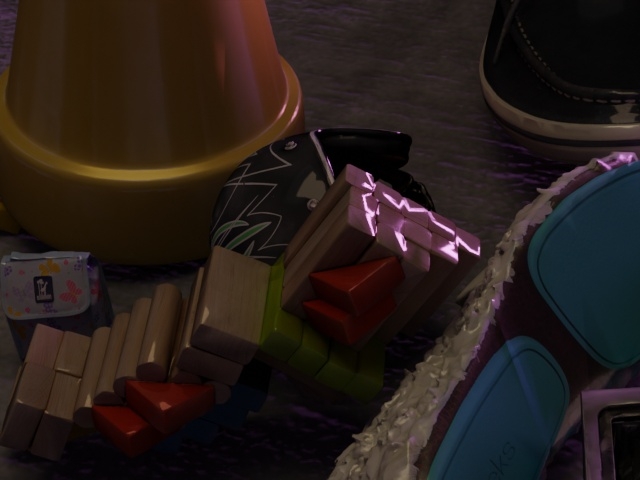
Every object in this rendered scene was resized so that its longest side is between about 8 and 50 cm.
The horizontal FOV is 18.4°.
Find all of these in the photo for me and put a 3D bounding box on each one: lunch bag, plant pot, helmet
[{"bbox_3d":[-0.196,0.045,1.460,0.071,0.083,0.053,-2,36,9],"label":"lunch bag"},{"bbox_3d":[-0.138,-0.148,1.555,0.254,0.239,0.254,1,36,0],"label":"plant pot"},{"bbox_3d":[0.000,0.000,1.400,0.161,0.169,0.169,-8,30,-35],"label":"helmet"}]

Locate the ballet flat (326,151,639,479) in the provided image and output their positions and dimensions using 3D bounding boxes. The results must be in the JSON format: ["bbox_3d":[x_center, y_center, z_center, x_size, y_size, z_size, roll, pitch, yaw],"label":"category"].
[{"bbox_3d":[0.120,0.076,1.317,0.147,0.147,0.409,15,42,30],"label":"ballet flat"}]

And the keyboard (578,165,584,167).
[{"bbox_3d":[0.252,-0.058,1.553,0.108,0.023,0.180,1,36,5],"label":"keyboard"}]

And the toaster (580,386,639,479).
[{"bbox_3d":[0.236,0.167,1.171,0.168,0.110,0.185,-4,36,9],"label":"toaster"}]

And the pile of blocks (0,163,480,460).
[{"bbox_3d":[-0.062,0.092,1.302,0.362,0.149,0.112,-26,31,23],"label":"pile of blocks"}]

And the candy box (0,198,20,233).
[{"bbox_3d":[-0.337,-0.073,1.627,0.206,0.027,0.105,17,33,-11],"label":"candy box"}]

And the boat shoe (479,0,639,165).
[{"bbox_3d":[0.222,-0.213,1.632,0.187,0.156,0.500,-1,32,4],"label":"boat shoe"}]
